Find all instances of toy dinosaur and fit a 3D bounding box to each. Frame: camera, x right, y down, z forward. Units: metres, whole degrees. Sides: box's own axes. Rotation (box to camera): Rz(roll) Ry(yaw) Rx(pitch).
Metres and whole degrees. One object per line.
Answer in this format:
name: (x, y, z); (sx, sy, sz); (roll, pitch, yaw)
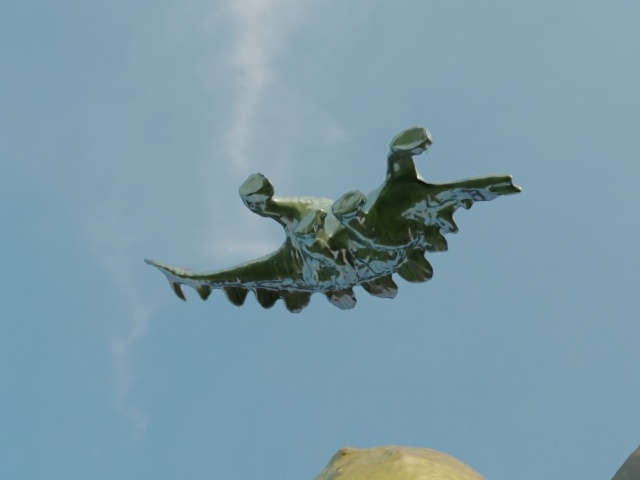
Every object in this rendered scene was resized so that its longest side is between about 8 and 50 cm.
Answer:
toy dinosaur: (-0.001, 0.002, 0.545); (0.209, 0.082, 0.039); (-13, -127, 32)

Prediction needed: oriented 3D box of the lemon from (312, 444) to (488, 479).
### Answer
lemon: (0.073, 0.291, 1.023); (0.233, 0.288, 0.234); (0, -85, -3)

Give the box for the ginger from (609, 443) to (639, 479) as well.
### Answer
ginger: (0.208, 0.164, 0.493); (0.130, 0.221, 0.276); (-3, -75, -35)
